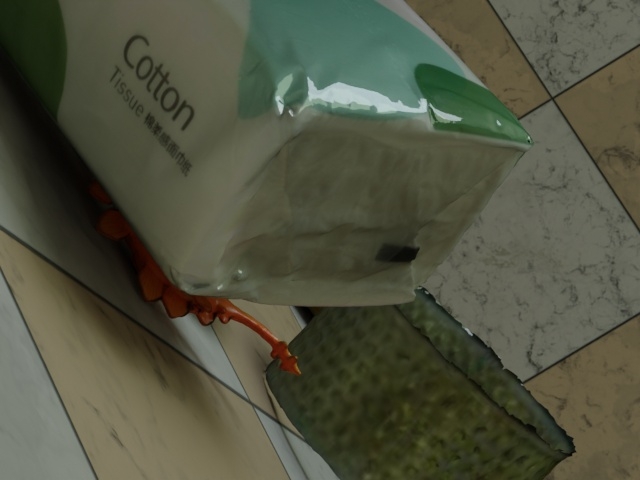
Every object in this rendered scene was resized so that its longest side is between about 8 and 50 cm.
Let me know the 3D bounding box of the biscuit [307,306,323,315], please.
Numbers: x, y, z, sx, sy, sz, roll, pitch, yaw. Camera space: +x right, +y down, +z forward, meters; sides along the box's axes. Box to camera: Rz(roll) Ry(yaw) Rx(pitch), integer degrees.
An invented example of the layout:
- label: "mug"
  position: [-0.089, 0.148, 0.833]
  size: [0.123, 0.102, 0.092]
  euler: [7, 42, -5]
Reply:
- label: "biscuit"
  position: [0.001, -0.001, 2.229]
  size: [0.446, 0.104, 0.429]
  euler: [55, 7, -43]

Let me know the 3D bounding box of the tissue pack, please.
- label: "tissue pack"
  position: [-0.059, -0.127, 1.244]
  size: [0.266, 0.194, 0.356]
  euler: [5, 37, -48]

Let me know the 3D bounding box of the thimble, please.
- label: "thimble"
  position: [0.089, 0.151, 1.584]
  size: [0.271, 0.150, 0.271]
  euler: [43, 7, -7]

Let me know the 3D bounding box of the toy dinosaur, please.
- label: "toy dinosaur"
  position: [-0.117, 0.001, 1.297]
  size: [0.288, 0.070, 0.117]
  euler: [55, 16, -1]
